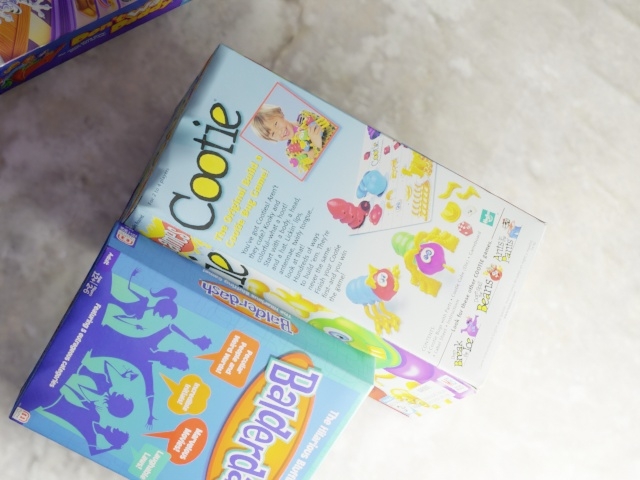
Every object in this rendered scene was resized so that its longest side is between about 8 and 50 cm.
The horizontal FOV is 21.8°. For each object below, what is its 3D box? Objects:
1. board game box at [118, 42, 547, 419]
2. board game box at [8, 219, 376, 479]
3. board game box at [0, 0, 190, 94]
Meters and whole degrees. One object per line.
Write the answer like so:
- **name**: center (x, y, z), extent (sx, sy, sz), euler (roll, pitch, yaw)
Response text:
- **board game box**: center (0.000, 0.000, 1.233), extent (0.275, 0.142, 0.144), euler (29, 68, -9)
- **board game box**: center (-0.090, 0.104, 1.177), extent (0.210, 0.047, 0.160), euler (28, 112, -9)
- **board game box**: center (-0.258, -0.302, 1.265), extent (0.233, 0.078, 0.347), euler (-30, 86, -23)
